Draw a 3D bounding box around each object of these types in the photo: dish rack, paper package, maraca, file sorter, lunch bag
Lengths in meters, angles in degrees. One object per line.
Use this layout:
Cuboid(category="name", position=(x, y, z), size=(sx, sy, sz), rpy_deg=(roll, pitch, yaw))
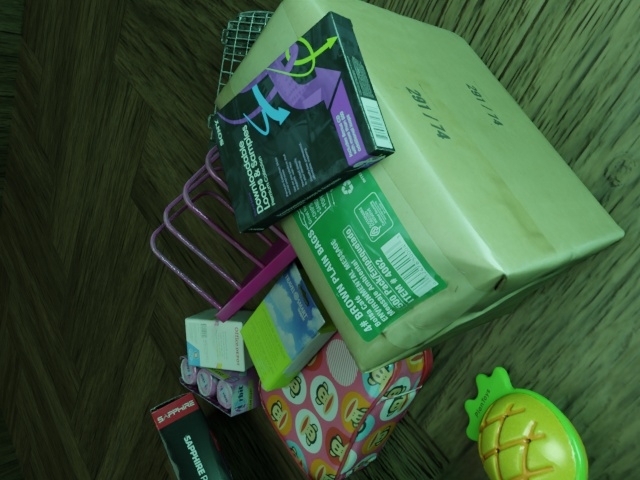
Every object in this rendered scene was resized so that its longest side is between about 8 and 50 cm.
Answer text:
Cuboid(category="dish rack", position=(-0.109, -0.251, 0.909), size=(0.208, 0.074, 0.272), rpy_deg=(25, 110, 40))
Cuboid(category="paper package", position=(0.102, -0.073, 0.543), size=(0.168, 0.309, 0.325), rpy_deg=(-46, 64, 38))
Cuboid(category="maraca", position=(0.229, 0.230, 0.605), size=(0.127, 0.099, 0.186), rpy_deg=(-69, 25, 15))
Cuboid(category="file sorter", position=(-0.095, -0.059, 0.773), size=(0.182, 0.202, 0.290), rpy_deg=(42, 130, -7))
Cuboid(category="lunch bag", position=(0.010, 0.195, 0.801), size=(0.258, 0.120, 0.293), rpy_deg=(44, 124, 34))

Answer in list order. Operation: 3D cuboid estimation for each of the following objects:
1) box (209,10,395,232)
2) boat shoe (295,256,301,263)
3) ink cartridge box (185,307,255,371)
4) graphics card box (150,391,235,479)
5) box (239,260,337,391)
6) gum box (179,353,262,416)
Cuboid(category="box", position=(-0.025, -0.087, 0.427), size=(0.162, 0.029, 0.116), rpy_deg=(-28, 73, 40))
Cuboid(category="boat shoe", position=(0.001, 0.002, 0.839), size=(0.153, 0.048, 0.056), rpy_deg=(-23, 78, 44))
Cuboid(category="ink cartridge box", position=(-0.167, 0.184, 0.979), size=(0.143, 0.090, 0.092), rpy_deg=(1, 96, 23))
Cuboid(category="graphics card box", position=(-0.201, 0.498, 1.004), size=(0.371, 0.094, 0.233), rpy_deg=(57, 159, 26))
Cuboid(category="box", position=(-0.046, 0.124, 0.750), size=(0.178, 0.042, 0.109), rpy_deg=(-53, 54, 35))
Cuboid(category="gum box", position=(-0.183, 0.264, 1.014), size=(0.188, 0.107, 0.062), rpy_deg=(12, 103, 44))
